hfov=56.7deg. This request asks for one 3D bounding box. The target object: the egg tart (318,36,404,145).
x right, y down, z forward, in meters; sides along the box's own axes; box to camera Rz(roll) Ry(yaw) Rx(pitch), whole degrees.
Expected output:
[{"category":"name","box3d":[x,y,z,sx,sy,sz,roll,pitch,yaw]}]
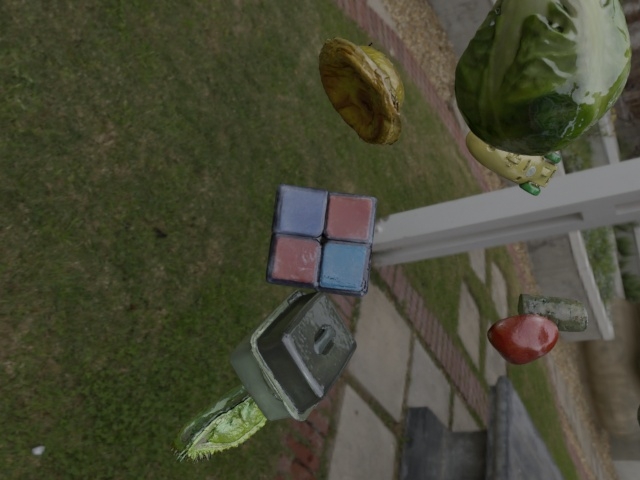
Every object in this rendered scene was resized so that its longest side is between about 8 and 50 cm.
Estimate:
[{"category":"egg tart","box3d":[0.111,-0.361,1.401,0.116,0.295,0.294,-34,115,-15]}]

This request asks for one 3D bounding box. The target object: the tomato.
[{"category":"tomato","box3d":[0.555,0.274,1.601,0.166,0.174,0.082,47,25,-27]}]

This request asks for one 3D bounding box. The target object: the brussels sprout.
[{"category":"brussels sprout","box3d":[0.316,-0.257,0.840,0.210,0.219,0.271,-33,133,-32]}]

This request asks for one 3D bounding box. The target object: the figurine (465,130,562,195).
[{"category":"figurine","box3d":[0.500,-0.239,1.601,0.325,0.124,0.222,14,25,-36]}]

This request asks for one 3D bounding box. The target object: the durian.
[{"category":"durian","box3d":[-0.259,0.483,1.657,0.158,0.352,0.169,49,-16,29]}]

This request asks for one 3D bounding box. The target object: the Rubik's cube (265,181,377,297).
[{"category":"Rubik's cube","box3d":[0.000,0.000,1.906,0.316,0.314,0.318,-174,-89,-88]}]

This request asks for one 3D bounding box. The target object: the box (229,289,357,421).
[{"category":"box","box3d":[-0.053,0.252,1.341,0.220,0.166,0.290,58,29,-7]}]

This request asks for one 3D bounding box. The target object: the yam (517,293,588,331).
[{"category":"yam","box3d":[0.715,0.226,1.832,0.107,0.194,0.107,5,90,-78]}]

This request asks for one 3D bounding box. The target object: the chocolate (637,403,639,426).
[{"category":"chocolate","box3d":[0.849,0.468,1.460,0.254,0.080,0.156,-72,172,-64]}]
